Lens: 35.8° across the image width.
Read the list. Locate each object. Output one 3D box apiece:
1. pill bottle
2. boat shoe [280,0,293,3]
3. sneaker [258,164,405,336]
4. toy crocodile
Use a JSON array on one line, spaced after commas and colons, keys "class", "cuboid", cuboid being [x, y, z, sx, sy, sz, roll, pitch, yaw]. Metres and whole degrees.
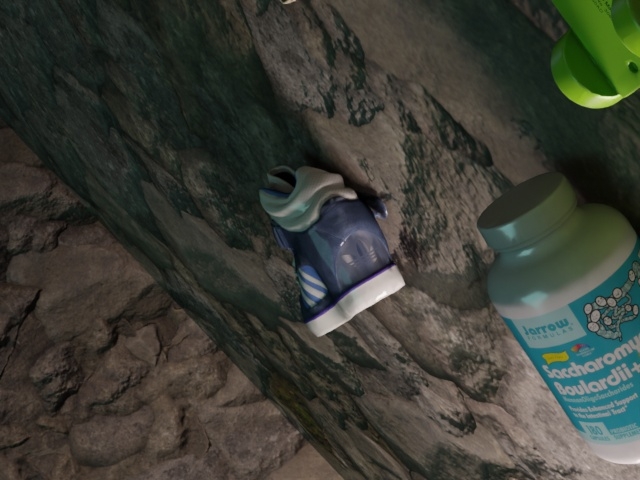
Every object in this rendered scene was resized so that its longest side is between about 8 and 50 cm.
[{"class": "pill bottle", "cuboid": [0.254, 0.068, 0.927, 0.264, 0.146, 0.146, 54, 160, -12]}, {"class": "boat shoe", "cuboid": [-0.022, -0.299, 1.019, 0.049, 0.043, 0.137, 46, 159, 17]}, {"class": "sneaker", "cuboid": [0.000, 0.000, 1.415, 0.236, 0.130, 0.323, 59, 165, 4]}, {"class": "toy crocodile", "cuboid": [0.266, -0.103, 0.687, 0.340, 0.105, 0.115, 52, 161, 8]}]
